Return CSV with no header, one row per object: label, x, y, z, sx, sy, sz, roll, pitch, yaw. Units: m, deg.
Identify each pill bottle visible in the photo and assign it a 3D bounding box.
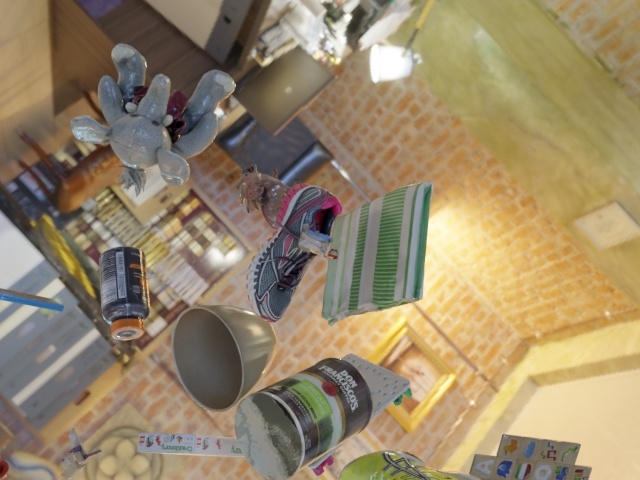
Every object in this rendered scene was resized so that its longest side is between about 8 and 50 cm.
pill bottle,-0.546,0.150,1.879,0.130,0.246,0.130,-10,153,-5

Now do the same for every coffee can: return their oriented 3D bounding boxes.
coffee can,-0.035,0.411,1.577,0.275,0.202,0.201,-14,156,-51

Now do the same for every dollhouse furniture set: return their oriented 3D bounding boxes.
dollhouse furniture set,-0.566,0.478,1.493,0.114,0.081,0.091,-46,161,24

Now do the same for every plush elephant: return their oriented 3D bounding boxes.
plush elephant,-0.351,-0.243,1.388,0.255,0.271,0.330,-142,-107,-78

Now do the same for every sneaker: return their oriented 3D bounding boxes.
sneaker,0.193,0.558,1.514,0.384,0.145,0.147,-5,168,37
sneaker,-0.056,0.027,1.384,0.120,0.112,0.299,23,87,-50

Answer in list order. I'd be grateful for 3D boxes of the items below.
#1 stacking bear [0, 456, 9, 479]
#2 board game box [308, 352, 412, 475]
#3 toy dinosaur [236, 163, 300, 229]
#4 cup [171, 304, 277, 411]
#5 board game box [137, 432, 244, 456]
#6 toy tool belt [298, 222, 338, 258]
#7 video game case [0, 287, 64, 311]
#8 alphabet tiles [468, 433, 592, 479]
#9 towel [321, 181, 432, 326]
stacking bear,-0.597,0.352,0.936,0.289,0.175,0.164,-20,130,-42
board game box,0.047,0.527,2.098,0.389,0.050,0.390,-35,-162,-19
toy dinosaur,-0.152,-0.115,2.133,0.200,0.296,0.127,-36,-166,-33
cup,-0.275,0.344,2.128,0.236,0.331,0.331,-13,157,-49
board game box,-0.325,0.565,1.852,0.192,0.053,0.305,-8,159,28
toy tool belt,0.000,0.000,1.301,0.052,0.083,0.051,131,-23,-75
video game case,-0.599,0.120,1.375,0.166,0.119,0.015,2,-104,61
alphabet tiles,0.497,0.612,1.632,0.011,0.342,0.285,-143,-114,-69
towel,0.105,0.032,1.331,0.324,0.038,0.248,-26,-128,58
